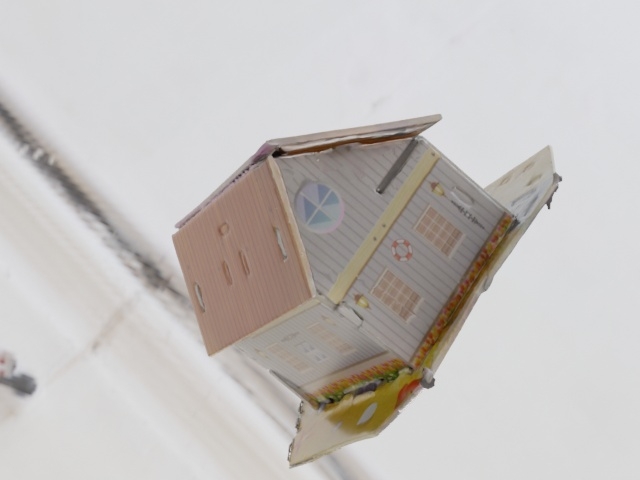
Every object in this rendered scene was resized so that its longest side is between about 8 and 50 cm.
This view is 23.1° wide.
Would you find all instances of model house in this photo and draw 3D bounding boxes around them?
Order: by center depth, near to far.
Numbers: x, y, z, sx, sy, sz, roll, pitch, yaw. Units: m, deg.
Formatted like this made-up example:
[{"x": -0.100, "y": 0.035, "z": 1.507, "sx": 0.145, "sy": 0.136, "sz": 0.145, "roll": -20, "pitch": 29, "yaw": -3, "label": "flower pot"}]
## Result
[{"x": 0.000, "y": 0.000, "z": 0.842, "sx": 0.136, "sy": 0.219, "sz": 0.207, "roll": 39, "pitch": -114, "yaw": -10, "label": "model house"}]
